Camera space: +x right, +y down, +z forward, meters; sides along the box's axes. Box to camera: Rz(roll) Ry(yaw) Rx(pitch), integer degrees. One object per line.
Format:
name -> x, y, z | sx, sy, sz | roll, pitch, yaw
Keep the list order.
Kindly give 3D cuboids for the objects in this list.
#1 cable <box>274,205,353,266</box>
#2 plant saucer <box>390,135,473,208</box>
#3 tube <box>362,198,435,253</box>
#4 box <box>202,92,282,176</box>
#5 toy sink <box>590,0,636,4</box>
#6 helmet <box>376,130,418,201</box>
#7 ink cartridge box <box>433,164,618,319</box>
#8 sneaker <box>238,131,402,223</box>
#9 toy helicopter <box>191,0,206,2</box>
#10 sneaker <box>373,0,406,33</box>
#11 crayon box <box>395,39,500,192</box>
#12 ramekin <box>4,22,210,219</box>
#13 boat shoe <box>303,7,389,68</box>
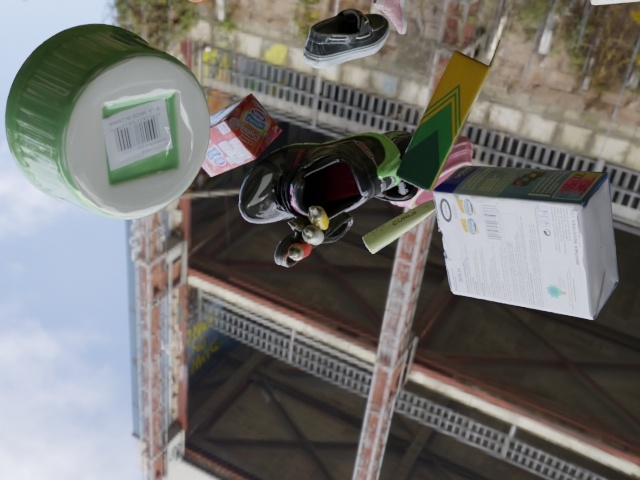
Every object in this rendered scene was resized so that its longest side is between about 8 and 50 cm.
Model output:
cable -> 0.000, 0.000, 1.515 | 0.072, 0.139, 0.287 | 32, -171, 22
plant saucer -> 0.376, -0.210, 2.535 | 0.332, 0.332, 0.084 | -21, -110, -37
tube -> 0.239, -0.049, 2.275 | 0.240, 0.062, 0.070 | -32, -122, 9
box -> -0.235, -0.270, 1.990 | 0.257, 0.128, 0.122 | -12, -147, 55
toy sink -> 0.842, -0.758, 2.164 | 0.153, 0.131, 0.234 | -5, -127, 6
helmet -> 0.187, -0.195, 1.910 | 0.170, 0.169, 0.161 | 9, -116, 3
ink cartridge box -> 0.407, -0.011, 1.632 | 0.396, 0.269, 0.151 | 8, -147, 39
sneaker -> -0.038, -0.134, 1.807 | 0.483, 0.185, 0.202 | -16, -165, 41
toy helicopter -> -0.302, -0.673, 1.559 | 0.235, 0.355, 0.140 | 0, -134, -30
sneaker -> 0.154, -0.520, 1.708 | 0.070, 0.134, 0.051 | -11, -134, 3
crayon box -> 0.260, -0.259, 1.555 | 0.081, 0.318, 0.202 | 27, -171, 7
ramekin -> -0.322, -0.180, 1.215 | 0.304, 0.303, 0.148 | -23, -144, -38
boat shoe -> 0.089, -0.576, 2.108 | 0.121, 0.119, 0.335 | 36, -132, 19
